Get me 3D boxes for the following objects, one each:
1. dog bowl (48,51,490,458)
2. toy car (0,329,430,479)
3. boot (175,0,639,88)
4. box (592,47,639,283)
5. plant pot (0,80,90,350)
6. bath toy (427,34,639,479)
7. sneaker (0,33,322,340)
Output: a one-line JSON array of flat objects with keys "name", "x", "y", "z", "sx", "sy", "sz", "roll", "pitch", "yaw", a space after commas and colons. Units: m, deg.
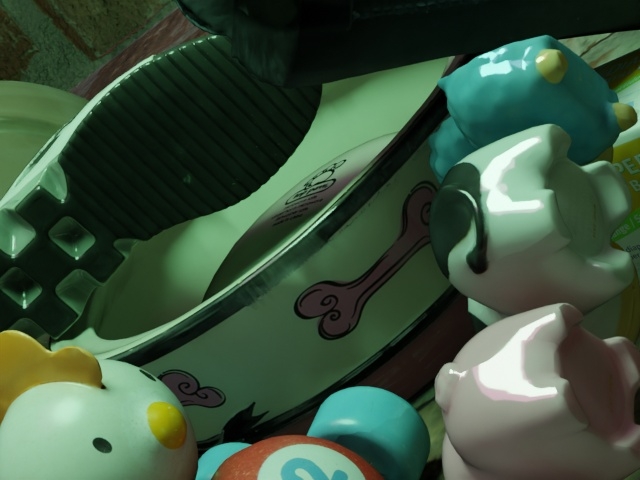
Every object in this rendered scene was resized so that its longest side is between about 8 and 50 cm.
[{"name": "dog bowl", "x": 0.000, "y": 0.000, "z": 1.192, "sx": 0.408, "sy": 0.150, "sz": 0.408, "roll": -37, "pitch": 17, "yaw": 13}, {"name": "toy car", "x": -0.090, "y": 0.135, "z": 0.899, "sx": 0.210, "sy": 0.238, "sz": 0.219, "roll": -28, "pitch": 22, "yaw": 35}, {"name": "boot", "x": 0.100, "y": -0.204, "z": 1.053, "sx": 0.445, "sy": 0.146, "sz": 0.367, "roll": -13, "pitch": 19, "yaw": -24}, {"name": "box", "x": 0.215, "y": -0.049, "z": 0.918, "sx": 0.203, "sy": 0.114, "sz": 0.103, "roll": -23, "pitch": 24, "yaw": 47}, {"name": "plant pot", "x": -0.287, "y": 0.067, "z": 1.447, "sx": 0.323, "sy": 0.323, "sz": 0.280, "roll": -35, "pitch": 35, "yaw": 18}, {"name": "bath toy", "x": 0.093, "y": 0.076, "z": 0.763, "sx": 0.129, "sy": 0.151, "sz": 0.348, "roll": -25, "pitch": 44, "yaw": 35}, {"name": "sneaker", "x": -0.139, "y": -0.059, "z": 1.171, "sx": 0.330, "sy": 0.122, "sz": 0.146, "roll": -35, "pitch": 20, "yaw": 18}]
